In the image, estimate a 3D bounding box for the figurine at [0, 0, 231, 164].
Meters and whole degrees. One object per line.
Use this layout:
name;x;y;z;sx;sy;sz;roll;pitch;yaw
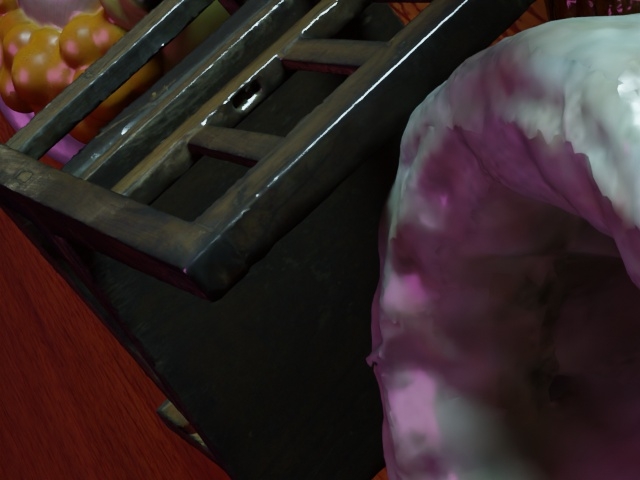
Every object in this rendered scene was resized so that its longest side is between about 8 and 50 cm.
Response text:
figurine;-0.056;-0.197;1.119;0.382;0.205;0.225;-49;39;45

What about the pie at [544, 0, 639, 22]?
pie;0.132;-0.131;0.757;0.193;0.079;0.163;104;156;-52

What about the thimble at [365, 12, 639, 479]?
thimble;0.147;0.063;0.627;0.291;0.195;0.292;172;90;-70

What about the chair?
chair;0.000;0.000;0.877;0.241;0.203;0.416;53;168;-24
